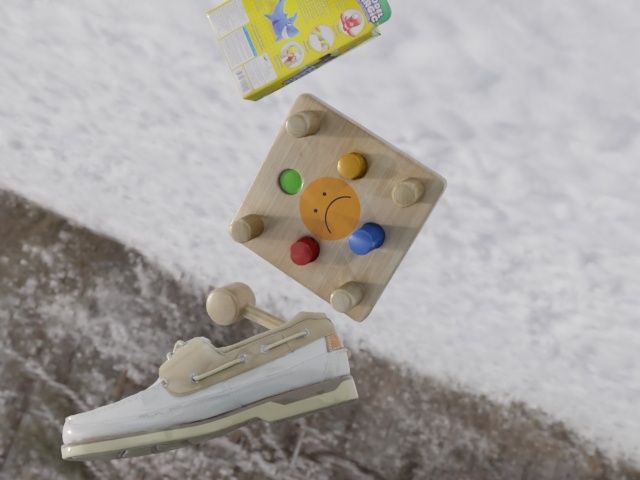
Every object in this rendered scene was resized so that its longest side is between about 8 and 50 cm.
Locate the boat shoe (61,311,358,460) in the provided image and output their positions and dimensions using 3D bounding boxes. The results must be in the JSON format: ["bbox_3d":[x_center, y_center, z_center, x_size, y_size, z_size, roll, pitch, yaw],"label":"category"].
[{"bbox_3d":[-0.119,0.152,1.006,0.302,0.103,0.113,-12,167,-12],"label":"boat shoe"}]

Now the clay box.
[{"bbox_3d":[-0.022,-0.283,1.247,0.222,0.127,0.053,-24,175,18],"label":"clay box"}]

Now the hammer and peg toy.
[{"bbox_3d":[0.000,0.000,1.448,0.266,0.361,0.127,33,-160,11],"label":"hammer and peg toy"}]
